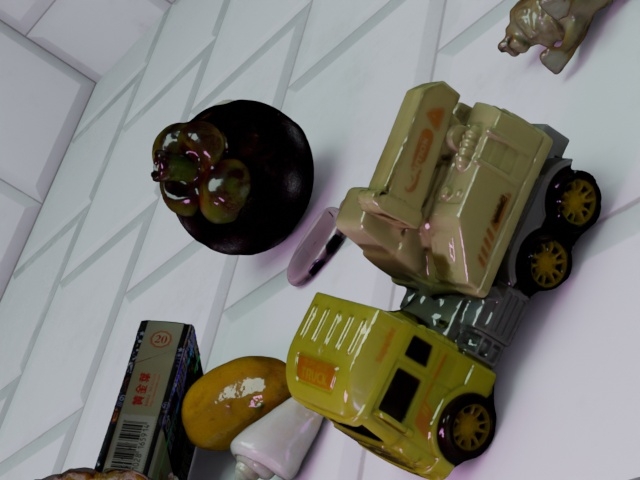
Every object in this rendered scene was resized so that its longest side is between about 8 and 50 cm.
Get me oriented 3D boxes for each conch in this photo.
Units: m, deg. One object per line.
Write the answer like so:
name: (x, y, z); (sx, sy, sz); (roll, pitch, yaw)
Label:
conch: (-0.053, 0.246, 1.566); (0.176, 0.094, 0.104); (-61, -10, -20)

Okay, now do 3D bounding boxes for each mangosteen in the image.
mangosteen: (-0.155, -0.106, 1.989); (0.233, 0.287, 0.287); (116, 171, -52)

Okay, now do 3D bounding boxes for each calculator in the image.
calculator: (0.000, 0.000, 1.866); (0.166, 0.024, 0.103); (-55, 22, 7)

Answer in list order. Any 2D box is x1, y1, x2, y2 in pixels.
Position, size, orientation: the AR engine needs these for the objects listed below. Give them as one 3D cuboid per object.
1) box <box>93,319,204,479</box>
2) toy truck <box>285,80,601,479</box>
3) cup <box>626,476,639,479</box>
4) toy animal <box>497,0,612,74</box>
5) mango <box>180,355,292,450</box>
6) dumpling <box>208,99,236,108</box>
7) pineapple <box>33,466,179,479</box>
box: (-0.245, 0.295, 1.763); (0.198, 0.084, 0.310); (85, -168, -47)
toy truck: (0.121, 0.036, 1.301); (0.180, 0.254, 0.405); (10, 72, 61)
cup: (0.270, 0.287, 0.801); (0.241, 0.185, 0.226); (-4, 41, 20)
toy animal: (0.343, -0.330, 1.530); (0.312, 0.097, 0.157); (-41, 21, 29)
mango: (-0.115, 0.229, 1.695); (0.147, 0.109, 0.227); (-43, 11, -37)
dumpling: (-0.194, -0.212, 2.462); (0.150, 0.092, 0.176); (-24, 32, 30)
pineapple: (-0.286, 0.456, 1.434); (0.300, 0.352, 0.352); (-54, 19, 42)
